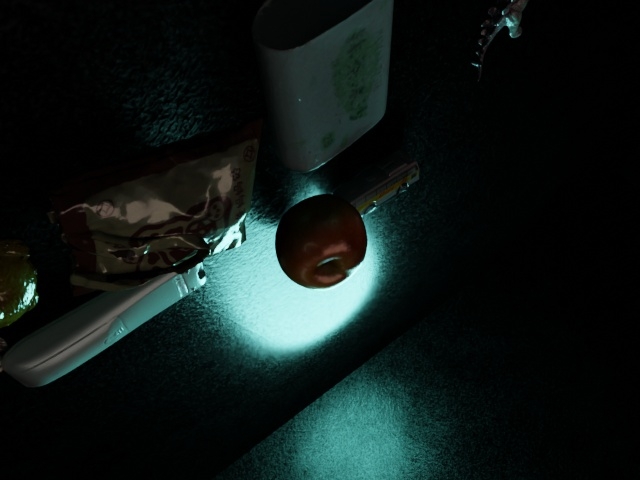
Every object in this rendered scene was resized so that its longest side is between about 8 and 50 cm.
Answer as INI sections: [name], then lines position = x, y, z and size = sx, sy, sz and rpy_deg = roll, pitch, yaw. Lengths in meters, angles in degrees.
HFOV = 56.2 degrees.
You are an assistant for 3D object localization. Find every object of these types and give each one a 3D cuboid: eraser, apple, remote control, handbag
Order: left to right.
[remote control]
position = -0.291, 0.111, 0.848
size = 0.293, 0.051, 0.103
rpy_deg = -34, 157, -19
[handbag]
position = -0.174, -0.027, 0.675
size = 0.235, 0.127, 0.213
rpy_deg = -25, 155, -29
[apple]
position = 0.000, 0.000, 0.991
size = 0.164, 0.139, 0.163
rpy_deg = -10, 139, -8
[eraser]
position = 0.010, -0.200, 0.706
size = 0.174, 0.081, 0.227
rpy_deg = -36, 157, -13

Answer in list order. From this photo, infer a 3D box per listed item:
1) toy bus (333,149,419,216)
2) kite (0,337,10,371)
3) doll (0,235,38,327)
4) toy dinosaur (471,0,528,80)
[toy bus]
position = 0.102, -0.099, 1.081
size = 0.172, 0.057, 0.072
rpy_deg = -33, 148, -17
[kite]
position = -0.489, 0.194, 0.734
size = 0.229, 0.016, 0.127
rpy_deg = -37, 155, -10
[doll]
position = -0.377, 0.066, 0.570
size = 0.210, 0.097, 0.137
rpy_deg = -18, 155, -33
[toy dinosaur]
position = 0.288, -0.348, 0.925
size = 0.082, 0.039, 0.208
rpy_deg = -3, 127, -52
